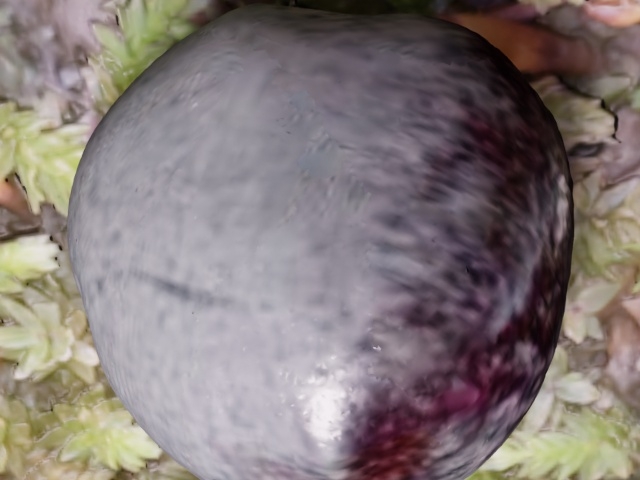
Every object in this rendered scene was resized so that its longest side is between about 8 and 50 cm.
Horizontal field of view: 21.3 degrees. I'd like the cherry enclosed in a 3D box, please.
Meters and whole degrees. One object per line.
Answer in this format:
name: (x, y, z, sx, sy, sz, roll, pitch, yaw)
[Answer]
cherry: (0.000, 0.000, 0.852, 0.255, 0.296, 0.218, -3, 142, 0)
